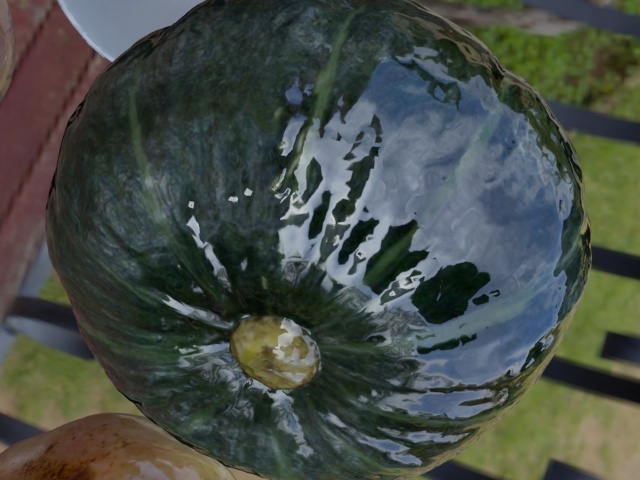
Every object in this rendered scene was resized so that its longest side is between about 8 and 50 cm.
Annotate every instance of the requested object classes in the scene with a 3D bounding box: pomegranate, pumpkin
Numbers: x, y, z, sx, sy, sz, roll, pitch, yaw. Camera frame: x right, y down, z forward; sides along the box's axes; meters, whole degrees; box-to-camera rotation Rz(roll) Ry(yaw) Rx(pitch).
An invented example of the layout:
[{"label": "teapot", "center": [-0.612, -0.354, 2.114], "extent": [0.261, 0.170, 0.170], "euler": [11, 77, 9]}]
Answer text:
[{"label": "pomegranate", "center": [-0.236, 0.327, 1.622], "extent": [0.338, 0.338, 0.338], "euler": [-14, 110, -43]}, {"label": "pumpkin", "center": [-0.001, -0.001, 0.625], "extent": [0.212, 0.211, 0.152], "euler": [64, 35, -34]}]

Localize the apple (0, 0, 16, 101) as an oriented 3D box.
[{"label": "apple", "center": [-0.450, -0.178, 1.548], "extent": [0.306, 0.305, 0.235], "euler": [-49, 119, -26]}]

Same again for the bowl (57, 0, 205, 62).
[{"label": "bowl", "center": [-0.071, -0.260, 1.306], "extent": [0.287, 0.287, 0.144], "euler": [52, 32, -40]}]
